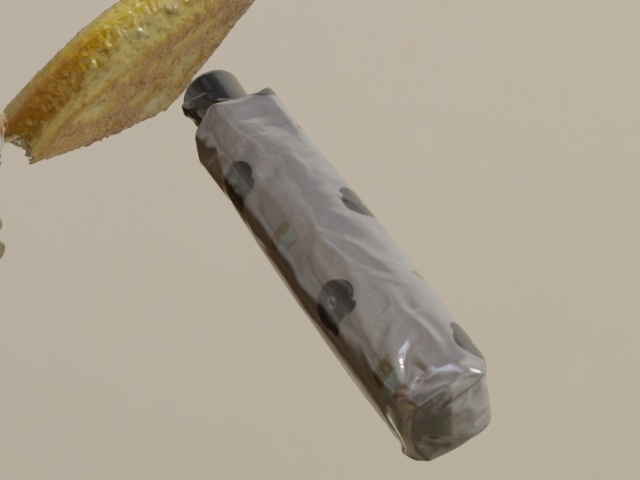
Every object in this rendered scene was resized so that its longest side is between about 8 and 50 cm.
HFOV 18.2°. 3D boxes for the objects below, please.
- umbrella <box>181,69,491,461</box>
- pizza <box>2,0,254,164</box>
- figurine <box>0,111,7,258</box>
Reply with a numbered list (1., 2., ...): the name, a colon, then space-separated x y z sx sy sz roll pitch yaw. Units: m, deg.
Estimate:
1. umbrella: 0.000 0.000 1.200 0.337 0.067 0.073 54 -29 42
2. pizza: -0.196 -0.205 2.080 0.268 0.087 0.258 -44 171 37
3. figurine: -0.193 -0.044 1.039 0.101 0.068 0.143 112 -37 -65
